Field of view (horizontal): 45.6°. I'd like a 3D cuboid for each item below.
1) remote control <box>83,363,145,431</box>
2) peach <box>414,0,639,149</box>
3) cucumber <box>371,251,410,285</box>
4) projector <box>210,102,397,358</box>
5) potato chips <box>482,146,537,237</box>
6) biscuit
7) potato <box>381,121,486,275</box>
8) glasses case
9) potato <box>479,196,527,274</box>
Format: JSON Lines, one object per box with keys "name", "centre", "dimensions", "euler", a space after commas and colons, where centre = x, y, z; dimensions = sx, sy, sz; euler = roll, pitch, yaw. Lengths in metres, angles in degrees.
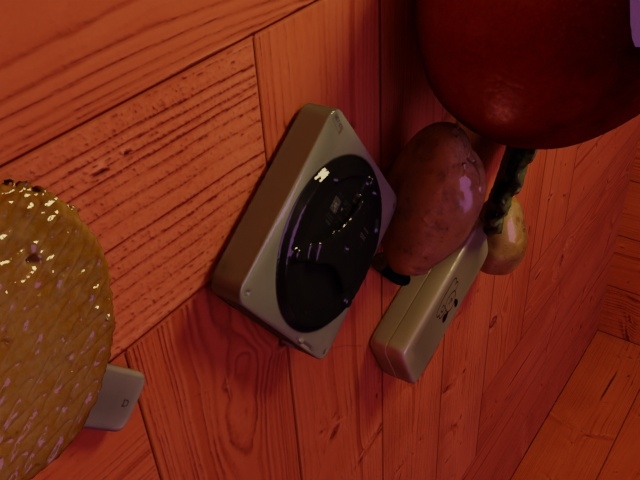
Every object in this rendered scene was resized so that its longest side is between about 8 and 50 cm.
{"name": "remote control", "centre": [-0.248, 0.132, 0.683], "dimensions": [0.261, 0.029, 0.067], "euler": [36, 76, -59]}
{"name": "peach", "centre": [0.318, -0.306, 0.993], "dimensions": [0.388, 0.388, 0.388], "euler": [-37, 137, -44]}
{"name": "cucumber", "centre": [0.119, 0.051, 1.244], "dimensions": [0.133, 0.032, 0.032], "euler": [34, 78, -61]}
{"name": "projector", "centre": [0.000, 0.000, 0.964], "dimensions": [0.259, 0.079, 0.257], "euler": [-64, 149, -13]}
{"name": "potato chips", "centre": [0.382, -0.213, 1.344], "dimensions": [0.358, 0.070, 0.429], "euler": [104, 11, -65]}
{"name": "biscuit", "centre": [-0.254, 0.078, 0.586], "dimensions": [0.254, 0.035, 0.254], "euler": [-10, 101, -62]}
{"name": "potato", "centre": [0.167, -0.056, 1.117], "dimensions": [0.128, 0.161, 0.234], "euler": [1, 99, -33]}
{"name": "glasses case", "centre": [0.202, 0.097, 1.371], "dimensions": [0.313, 0.070, 0.131], "euler": [-56, 148, -22]}
{"name": "potato", "centre": [0.362, -0.011, 1.533], "dimensions": [0.118, 0.109, 0.178], "euler": [-18, 120, -28]}
